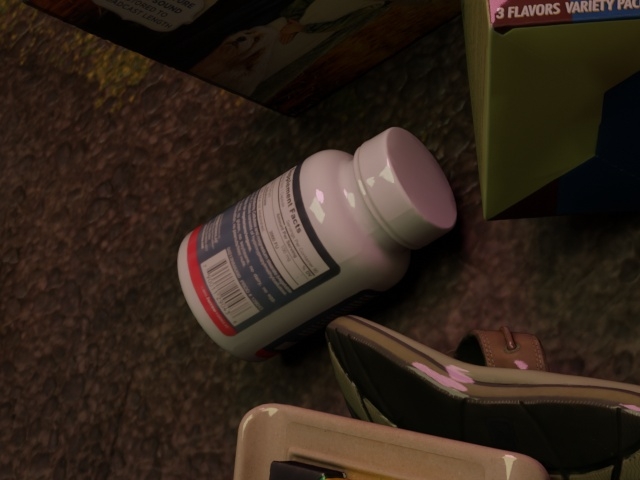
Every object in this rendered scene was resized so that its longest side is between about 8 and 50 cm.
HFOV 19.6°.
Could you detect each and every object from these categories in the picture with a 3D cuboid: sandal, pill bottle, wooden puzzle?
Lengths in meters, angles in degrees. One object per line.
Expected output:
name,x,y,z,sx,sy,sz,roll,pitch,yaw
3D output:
sandal,0.122,0.107,1.121,0.303,0.120,0.086,12,36,43
pill bottle,0.000,0.000,1.280,0.180,0.108,0.108,-31,49,26
wooden puzzle,0.026,0.222,1.124,0.238,0.044,0.221,6,91,43

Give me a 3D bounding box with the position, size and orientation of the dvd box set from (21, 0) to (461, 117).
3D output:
dvd box set,0.044,-0.241,1.236,0.420,0.307,0.062,-30,62,27

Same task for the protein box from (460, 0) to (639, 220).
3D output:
protein box,0.159,-0.152,1.126,0.136,0.200,0.201,-4,58,2
